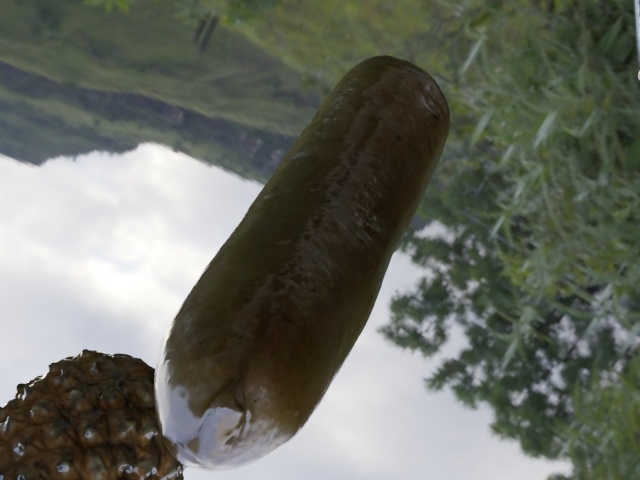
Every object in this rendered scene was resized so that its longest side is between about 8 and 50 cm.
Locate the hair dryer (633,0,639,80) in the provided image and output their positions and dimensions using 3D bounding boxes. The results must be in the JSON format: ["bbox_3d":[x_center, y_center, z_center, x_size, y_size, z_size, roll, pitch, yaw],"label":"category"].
[{"bbox_3d":[0.216,-0.249,0.682,0.320,0.155,0.284,13,-120,-42],"label":"hair dryer"}]

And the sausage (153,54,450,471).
[{"bbox_3d":[-0.002,0.002,0.792,0.123,0.136,0.501,34,-142,-2],"label":"sausage"}]

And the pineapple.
[{"bbox_3d":[-0.242,0.220,0.775,0.169,0.169,0.340,33,-144,13],"label":"pineapple"}]
